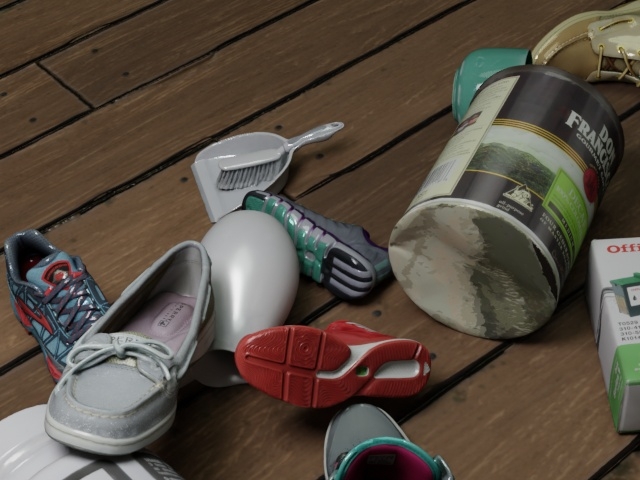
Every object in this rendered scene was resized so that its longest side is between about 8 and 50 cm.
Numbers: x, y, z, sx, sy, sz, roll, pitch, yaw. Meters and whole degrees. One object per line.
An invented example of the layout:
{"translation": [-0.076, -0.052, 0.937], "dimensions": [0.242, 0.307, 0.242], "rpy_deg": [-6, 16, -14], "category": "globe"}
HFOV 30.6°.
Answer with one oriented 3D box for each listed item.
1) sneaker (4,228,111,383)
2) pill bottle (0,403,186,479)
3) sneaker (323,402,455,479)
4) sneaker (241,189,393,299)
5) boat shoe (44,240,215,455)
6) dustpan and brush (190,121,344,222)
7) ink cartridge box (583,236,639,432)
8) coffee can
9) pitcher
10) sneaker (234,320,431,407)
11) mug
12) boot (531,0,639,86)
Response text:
{"translation": [-0.303, 0.078, 1.365], "dimensions": [0.104, 0.125, 0.262], "rpy_deg": [-33, 48, -25], "category": "sneaker"}
{"translation": [-0.169, 0.310, 1.032], "dimensions": [0.210, 0.210, 0.363], "rpy_deg": [-34, 48, -27], "category": "pill bottle"}
{"translation": [0.056, 0.231, 1.111], "dimensions": [0.123, 0.178, 0.296], "rpy_deg": [-11, 41, -6], "category": "sneaker"}
{"translation": [0.000, 0.000, 1.467], "dimensions": [0.223, 0.083, 0.098], "rpy_deg": [35, 36, 31], "category": "sneaker"}
{"translation": [-0.175, 0.100, 1.141], "dimensions": [0.118, 0.103, 0.320], "rpy_deg": [13, 23, 10], "category": "boat shoe"}
{"translation": [-0.066, -0.112, 1.592], "dimensions": [0.211, 0.060, 0.147], "rpy_deg": [-15, 43, -9], "category": "dustpan and brush"}
{"translation": [0.387, 0.096, 1.280], "dimensions": [0.160, 0.093, 0.219], "rpy_deg": [-4, 43, 3], "category": "ink cartridge box"}
{"translation": [0.224, -0.049, 1.381], "dimensions": [0.201, 0.202, 0.275], "rpy_deg": [14, 47, 22], "category": "coffee can"}
{"translation": [-0.114, 0.075, 1.362], "dimensions": [0.177, 0.125, 0.207], "rpy_deg": [-10, 51, 19], "category": "pitcher"}
{"translation": [-0.003, 0.130, 1.271], "dimensions": [0.221, 0.087, 0.128], "rpy_deg": [11, 0, -24], "category": "sneaker"}
{"translation": [0.237, -0.193, 1.607], "dimensions": [0.097, 0.158, 0.130], "rpy_deg": [4, 67, 15], "category": "mug"}
{"translation": [0.445, -0.243, 1.649], "dimensions": [0.261, 0.095, 0.203], "rpy_deg": [-20, 45, -20], "category": "boot"}
